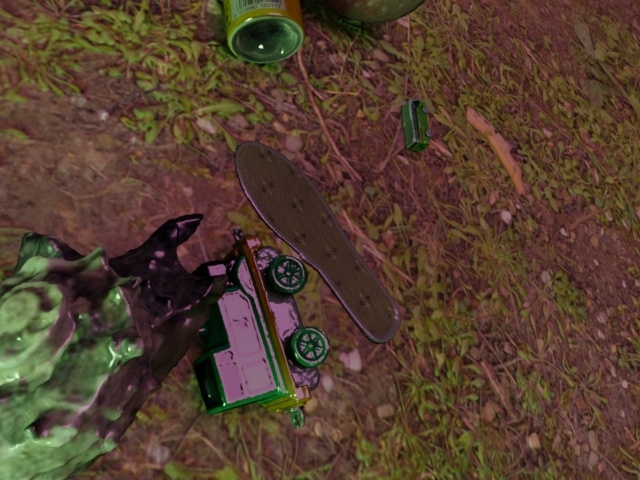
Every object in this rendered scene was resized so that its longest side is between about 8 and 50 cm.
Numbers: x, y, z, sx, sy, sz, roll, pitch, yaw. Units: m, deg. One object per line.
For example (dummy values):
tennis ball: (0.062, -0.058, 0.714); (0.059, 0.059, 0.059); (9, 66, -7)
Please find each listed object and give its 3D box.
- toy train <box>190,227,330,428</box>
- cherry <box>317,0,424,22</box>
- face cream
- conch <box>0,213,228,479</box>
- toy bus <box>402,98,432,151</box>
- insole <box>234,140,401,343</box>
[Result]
toy train: (-0.076, 0.096, 0.704); (0.136, 0.091, 0.227); (-14, 78, -30)
cherry: (0.069, -0.441, 0.979); (0.236, 0.213, 0.285); (44, 33, -41)
face cream: (-0.094, -0.422, 0.920); (0.105, 0.105, 0.348); (5, 66, -35)
conch: (-0.196, 0.079, 0.527); (0.313, 0.241, 0.186); (-26, 102, -51)
toy bus: (0.151, -0.182, 1.040); (0.037, 0.031, 0.083); (7, 65, -24)
insole: (0.000, 0.000, 0.859); (0.322, 0.007, 0.109); (52, 49, -4)
